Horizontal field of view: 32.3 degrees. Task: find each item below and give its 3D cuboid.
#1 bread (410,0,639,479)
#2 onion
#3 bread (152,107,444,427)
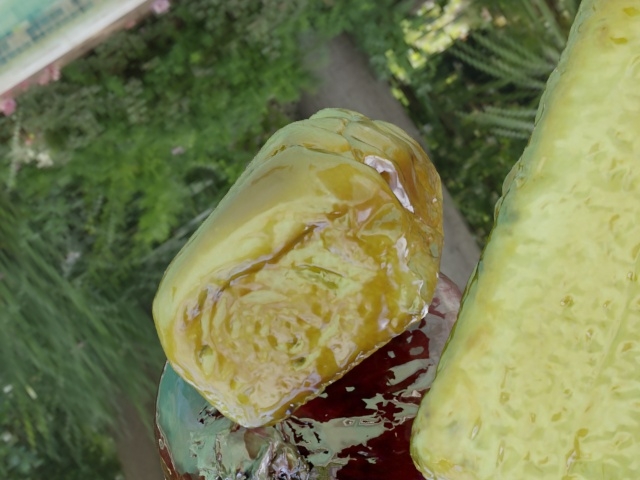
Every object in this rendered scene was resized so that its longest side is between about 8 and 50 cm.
[{"bbox_3d":[0.110,0.005,0.375,0.211,0.114,0.083,-66,159,-7],"label":"bread"},{"bbox_3d":[-0.016,0.159,0.964,0.348,0.347,0.285,-28,166,25],"label":"onion"},{"bbox_3d":[0.000,0.000,0.726,0.167,0.132,0.294,-50,-177,15],"label":"bread"}]
